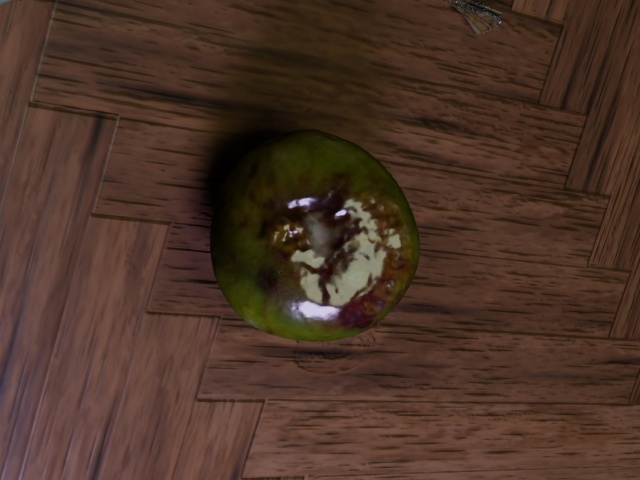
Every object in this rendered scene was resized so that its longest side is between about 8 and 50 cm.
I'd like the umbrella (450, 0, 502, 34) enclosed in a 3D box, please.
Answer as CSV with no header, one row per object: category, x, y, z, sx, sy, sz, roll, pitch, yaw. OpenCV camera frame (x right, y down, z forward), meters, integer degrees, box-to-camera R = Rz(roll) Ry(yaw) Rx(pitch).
umbrella,0.145,-0.219,1.443,0.031,0.020,0.083,-34,143,30

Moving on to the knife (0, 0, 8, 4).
knife,-0.322,-0.153,1.071,0.293,0.020,0.043,-26,124,-32

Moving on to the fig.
fig,0.000,0.000,1.323,0.181,0.181,0.191,-59,158,-2
